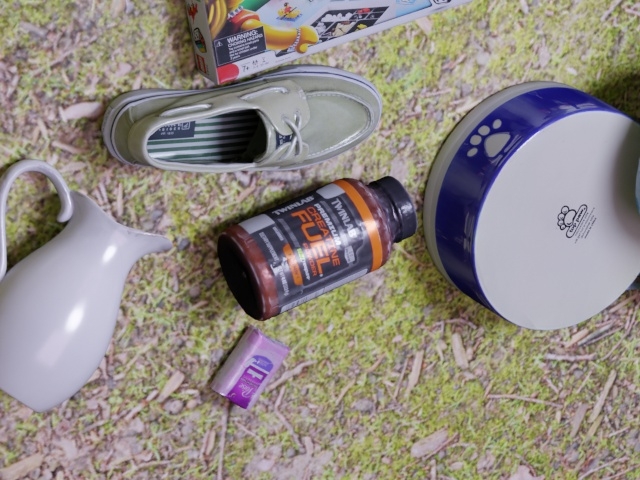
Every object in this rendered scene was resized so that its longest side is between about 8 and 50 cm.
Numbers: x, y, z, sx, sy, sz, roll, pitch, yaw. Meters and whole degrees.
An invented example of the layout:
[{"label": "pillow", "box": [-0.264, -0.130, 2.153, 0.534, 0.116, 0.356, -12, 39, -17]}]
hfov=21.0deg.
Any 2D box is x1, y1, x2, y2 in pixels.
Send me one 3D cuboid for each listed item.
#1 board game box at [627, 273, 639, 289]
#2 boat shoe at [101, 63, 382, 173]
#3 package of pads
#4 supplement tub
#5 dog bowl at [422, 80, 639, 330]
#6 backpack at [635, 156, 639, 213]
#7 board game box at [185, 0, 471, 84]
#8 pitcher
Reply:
[{"label": "board game box", "box": [0.386, -0.017, 2.050, 0.103, 0.026, 0.154, -2, 112, -30]}, {"label": "boat shoe", "box": [-0.063, -0.106, 1.699, 0.302, 0.094, 0.109, -10, 116, -27]}, {"label": "package of pads", "box": [-0.076, 0.135, 1.840, 0.050, 0.032, 0.083, 33, 92, -34]}, {"label": "supplement tub", "box": [0.000, 0.000, 1.779, 0.198, 0.106, 0.106, -25, 122, -20]}, {"label": "dog bowl", "box": [0.251, -0.038, 1.912, 0.265, 0.104, 0.265, -13, 117, -26]}, {"label": "backpack", "box": [0.506, -0.085, 1.890, 0.355, 0.273, 0.290, -25, 128, -64]}, {"label": "board game box", "box": [0.009, -0.290, 1.685, 0.305, 0.053, 0.193, -21, 120, -21]}, {"label": "pitcher", "box": [-0.267, 0.043, 1.642, 0.178, 0.125, 0.207, 35, 80, -16]}]
